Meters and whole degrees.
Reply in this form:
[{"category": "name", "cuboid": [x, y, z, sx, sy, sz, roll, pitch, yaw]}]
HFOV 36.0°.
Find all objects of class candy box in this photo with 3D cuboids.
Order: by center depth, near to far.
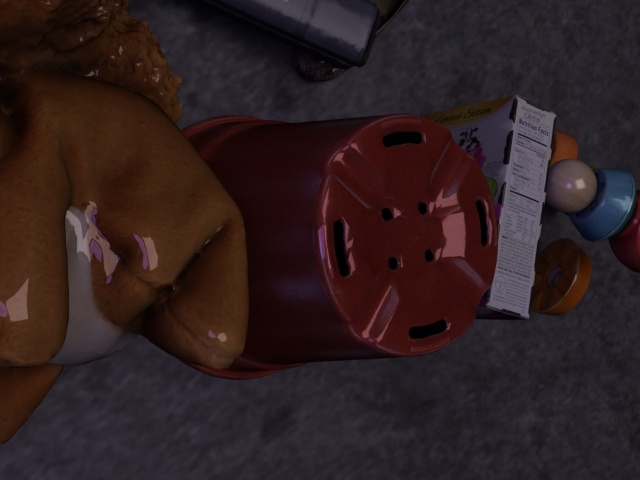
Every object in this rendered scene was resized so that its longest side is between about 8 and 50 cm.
[{"category": "candy box", "cuboid": [0.167, -0.032, 1.099, 0.071, 0.159, 0.234, 18, 76, -35]}]

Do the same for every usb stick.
[{"category": "usb stick", "cuboid": [-0.069, -0.251, 0.966, 0.278, 0.045, 0.077, 21, 88, -19]}]

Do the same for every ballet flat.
[{"category": "ballet flat", "cuboid": [0.057, -0.268, 1.091, 0.084, 0.058, 0.250, 51, 61, -24]}]

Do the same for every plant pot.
[{"category": "plant pot", "cuboid": [0.000, 0.000, 0.907, 0.272, 0.265, 0.273, 3, 86, -36]}]

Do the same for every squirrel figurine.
[{"category": "squirrel figurine", "cuboid": [-0.259, -0.088, 0.698, 0.370, 0.281, 0.397, 35, 50, -45]}]

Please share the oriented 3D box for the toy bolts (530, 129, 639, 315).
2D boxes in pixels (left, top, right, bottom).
[{"category": "toy bolts", "cuboid": [0.281, -0.027, 1.160, 0.158, 0.228, 0.218, 26, 87, -20]}]
